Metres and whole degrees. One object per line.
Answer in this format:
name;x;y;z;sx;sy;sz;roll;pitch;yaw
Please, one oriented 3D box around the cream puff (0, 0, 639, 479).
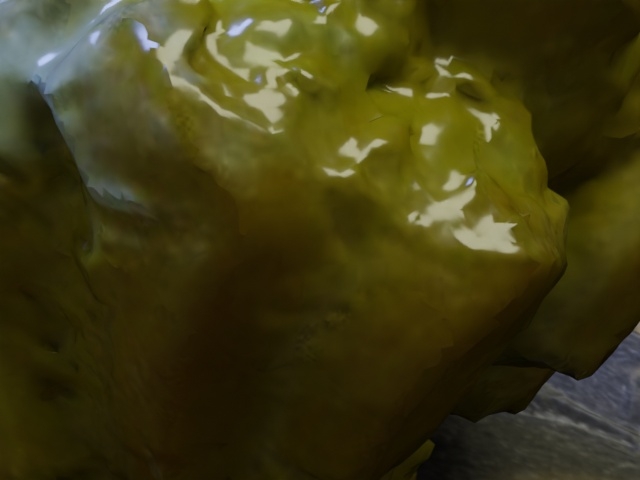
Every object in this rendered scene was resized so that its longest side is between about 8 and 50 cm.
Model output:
cream puff;0.000;0.000;0.611;0.378;0.378;0.276;-1;67;-34
